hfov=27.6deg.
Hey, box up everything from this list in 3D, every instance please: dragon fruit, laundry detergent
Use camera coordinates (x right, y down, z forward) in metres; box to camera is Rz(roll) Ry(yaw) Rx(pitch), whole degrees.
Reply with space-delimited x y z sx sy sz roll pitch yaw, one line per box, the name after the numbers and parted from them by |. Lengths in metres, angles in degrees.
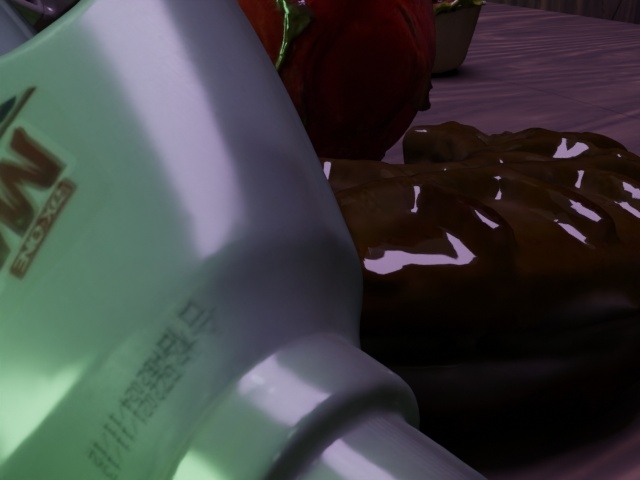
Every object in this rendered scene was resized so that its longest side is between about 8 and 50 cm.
-0.033 -0.141 0.901 0.241 0.241 0.252 21 -13 44 | dragon fruit
-0.104 -0.011 0.436 0.398 0.264 0.125 31 -1 32 | laundry detergent

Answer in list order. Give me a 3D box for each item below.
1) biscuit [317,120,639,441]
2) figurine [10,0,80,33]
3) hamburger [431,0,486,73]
0.011 0.005 0.611 0.366 0.115 0.268 3 16 -6 | biscuit
-0.232 -0.213 1.050 0.308 0.143 0.308 46 1 -1 | figurine
0.070 -0.313 1.665 0.300 0.176 0.300 4 14 -1 | hamburger
